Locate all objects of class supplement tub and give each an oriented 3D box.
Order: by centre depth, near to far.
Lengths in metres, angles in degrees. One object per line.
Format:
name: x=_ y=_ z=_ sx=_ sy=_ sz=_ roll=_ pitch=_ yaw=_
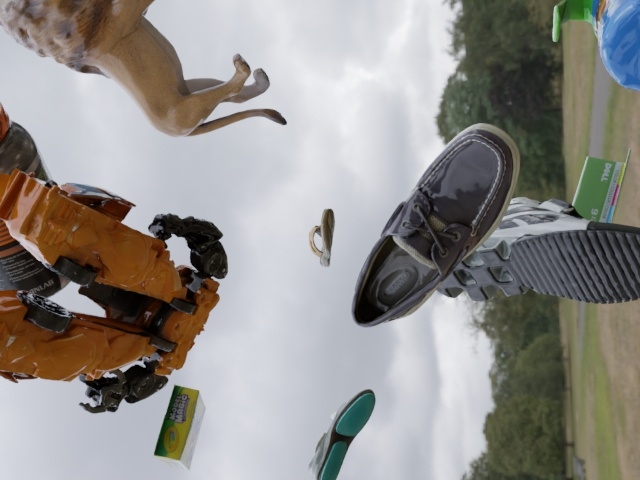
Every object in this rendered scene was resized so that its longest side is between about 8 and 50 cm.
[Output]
supplement tub: x=-0.314 y=-0.036 z=0.652 sx=0.117 sy=0.117 sz=0.190 roll=-72 pitch=-18 yaw=-45

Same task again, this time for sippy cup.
sippy cup: x=0.564 y=-0.362 z=1.123 sx=0.240 sy=0.305 sz=0.224 roll=49 pitch=-138 yaw=-15

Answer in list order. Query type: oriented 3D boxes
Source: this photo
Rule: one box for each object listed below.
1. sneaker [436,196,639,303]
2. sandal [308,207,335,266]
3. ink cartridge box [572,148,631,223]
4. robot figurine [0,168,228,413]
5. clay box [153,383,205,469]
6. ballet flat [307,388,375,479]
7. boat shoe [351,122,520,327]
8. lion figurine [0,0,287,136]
sneaker: x=0.296 y=-0.006 z=0.873 sx=0.146 sy=0.330 sz=0.122 roll=-52 pitch=-57 yaw=-32
sandal: x=0.000 y=0.000 z=1.332 sx=0.180 sy=0.049 sz=0.072 roll=94 pitch=-176 yaw=-64
ink cartridge box: x=0.424 y=-0.057 z=1.040 sx=0.109 sy=0.062 sz=0.209 roll=-69 pitch=-23 yaw=-10
robot figurine: x=-0.193 y=0.050 z=0.612 sx=0.211 sy=0.085 sz=0.291 roll=-61 pitch=-24 yaw=-4
clay box: x=-0.259 y=0.350 z=1.256 sx=0.222 sy=0.053 sz=0.127 roll=105 pitch=178 yaw=-66
ballet flat: x=0.034 y=0.375 z=1.322 sx=0.072 sy=0.068 sz=0.213 roll=25 pitch=-88 yaw=-34
boat shoe: x=0.122 y=-0.001 z=0.767 sx=0.092 sy=0.103 sz=0.285 roll=-36 pitch=-17 yaw=-54
lion figurine: x=-0.246 y=-0.252 z=0.962 sx=0.392 sy=0.240 sz=0.142 roll=50 pitch=-166 yaw=-30
